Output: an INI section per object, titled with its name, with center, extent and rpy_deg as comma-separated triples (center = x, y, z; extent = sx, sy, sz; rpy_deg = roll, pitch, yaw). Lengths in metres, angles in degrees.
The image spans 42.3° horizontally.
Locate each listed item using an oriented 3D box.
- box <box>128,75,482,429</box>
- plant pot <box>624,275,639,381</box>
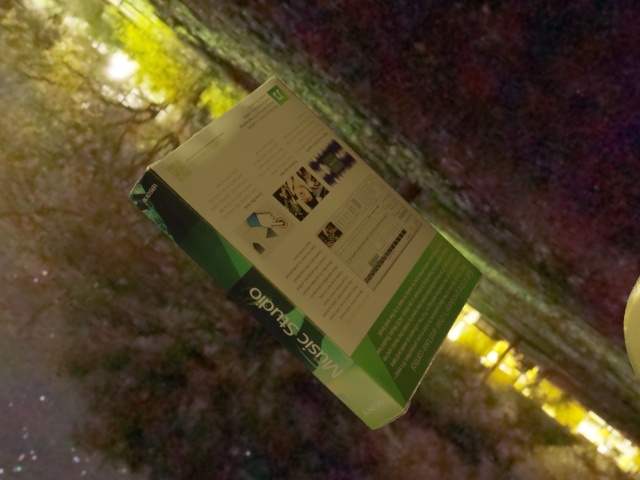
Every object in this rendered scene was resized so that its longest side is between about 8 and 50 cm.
[box]
center = 0.000, 0.000, 0.834
extent = 0.322, 0.058, 0.232
rpy_deg = 43, -137, -1
[plant pot]
center = 0.300, 0.033, 0.459
extent = 0.256, 0.256, 0.274
rpy_deg = 39, 158, 1
